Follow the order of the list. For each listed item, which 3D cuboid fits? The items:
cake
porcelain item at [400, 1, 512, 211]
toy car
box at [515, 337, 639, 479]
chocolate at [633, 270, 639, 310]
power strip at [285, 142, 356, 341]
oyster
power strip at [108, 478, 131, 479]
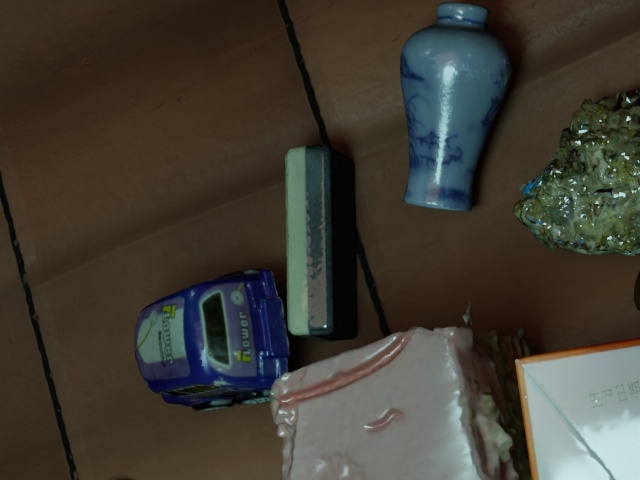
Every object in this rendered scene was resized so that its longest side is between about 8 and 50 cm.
[{"bbox_3d":[0.121,0.274,1.763,0.293,0.307,0.314,-20,74,21],"label":"cake"},{"bbox_3d":[0.164,-0.168,1.911,0.141,0.141,0.259,7,93,24],"label":"porcelain item"},{"bbox_3d":[-0.156,0.133,1.964,0.235,0.158,0.172,-21,72,48],"label":"toy car"},{"bbox_3d":[0.430,0.263,1.661,0.349,0.257,0.318,-13,76,22],"label":"box"},{"bbox_3d":[0.426,0.061,1.761,0.124,0.133,0.127,-20,77,16],"label":"chocolate"},{"bbox_3d":[0.000,0.000,1.965,0.070,0.105,0.256,-3,80,19],"label":"power strip"},{"bbox_3d":[0.358,-0.080,1.837,0.260,0.092,0.198,-19,79,16],"label":"oyster"},{"bbox_3d":[-0.201,0.415,2.021,0.286,0.048,0.080,40,97,24],"label":"power strip"}]
